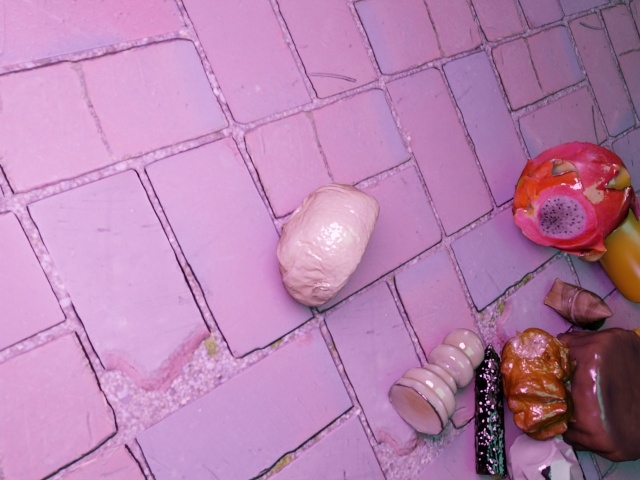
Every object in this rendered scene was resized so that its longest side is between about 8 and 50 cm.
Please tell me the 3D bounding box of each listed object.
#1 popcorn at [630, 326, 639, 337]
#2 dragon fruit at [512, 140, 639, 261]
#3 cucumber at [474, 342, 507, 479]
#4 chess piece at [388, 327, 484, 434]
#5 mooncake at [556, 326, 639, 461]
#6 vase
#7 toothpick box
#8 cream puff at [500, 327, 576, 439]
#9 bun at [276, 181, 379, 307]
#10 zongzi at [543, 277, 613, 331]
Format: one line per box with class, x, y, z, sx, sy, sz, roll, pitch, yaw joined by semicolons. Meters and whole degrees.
popcorn;0.916;0.324;1.514;0.142;0.173;0.174;36;65;-40
dragon fruit;0.607;-0.091;1.304;0.291;0.290;0.189;48;41;-16
cucumber;0.388;0.388;1.229;0.072;0.072;0.301;12;73;-29
chess piece;0.269;0.283;1.148;0.243;0.133;0.133;-38;102;-34
mooncake;0.710;0.384;1.359;0.323;0.187;0.324;6;78;-30
vase;0.582;0.615;1.272;0.165;0.165;0.360;-44;109;-28
toothpick box;0.874;0.030;1.519;0.271;0.175;0.175;47;63;-13
cream puff;0.494;0.317;1.226;0.241;0.154;0.269;54;45;-41
bun;0.000;0.000;0.989;0.153;0.244;0.244;28;67;1
zongzi;0.721;0.194;1.385;0.204;0.204;0.094;31;86;-25
